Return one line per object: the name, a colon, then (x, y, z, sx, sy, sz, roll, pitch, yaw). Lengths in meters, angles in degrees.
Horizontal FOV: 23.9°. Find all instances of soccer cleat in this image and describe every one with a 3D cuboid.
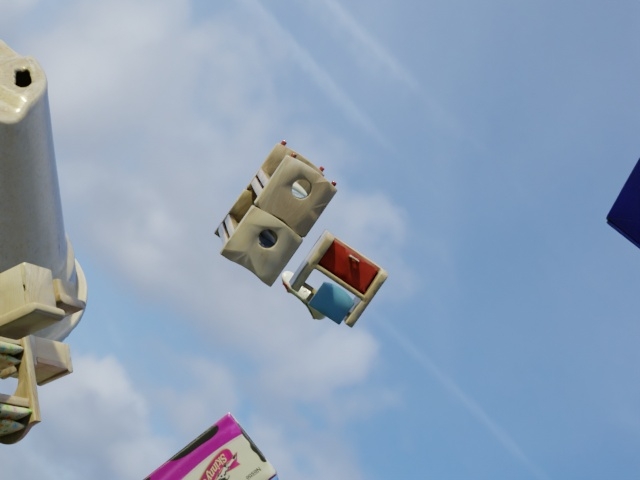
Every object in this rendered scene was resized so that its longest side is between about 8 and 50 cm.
soccer cleat: (-0.019, 0.072, 2.039, 0.083, 0.029, 0.035, 50, -32, 2)

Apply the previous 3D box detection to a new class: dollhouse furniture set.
dollhouse furniture set: (-0.239, 0.108, 1.291, 0.182, 0.161, 0.101, 22, 50, -55)
dollhouse furniture set: (0.000, 0.000, 1.623, 0.183, 0.129, 0.129, 34, 5, -12)

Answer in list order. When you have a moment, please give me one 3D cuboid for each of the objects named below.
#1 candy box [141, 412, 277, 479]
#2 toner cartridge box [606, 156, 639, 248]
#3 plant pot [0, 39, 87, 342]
candy box: (-0.118, 0.237, 1.363, 0.071, 0.159, 0.233, 52, -7, 7)
toner cartridge box: (0.417, -0.112, 1.401, 0.165, 0.075, 0.348, 41, -53, 24)
plant pot: (-0.431, -0.063, 1.756, 0.334, 0.333, 0.306, 39, -47, 38)
